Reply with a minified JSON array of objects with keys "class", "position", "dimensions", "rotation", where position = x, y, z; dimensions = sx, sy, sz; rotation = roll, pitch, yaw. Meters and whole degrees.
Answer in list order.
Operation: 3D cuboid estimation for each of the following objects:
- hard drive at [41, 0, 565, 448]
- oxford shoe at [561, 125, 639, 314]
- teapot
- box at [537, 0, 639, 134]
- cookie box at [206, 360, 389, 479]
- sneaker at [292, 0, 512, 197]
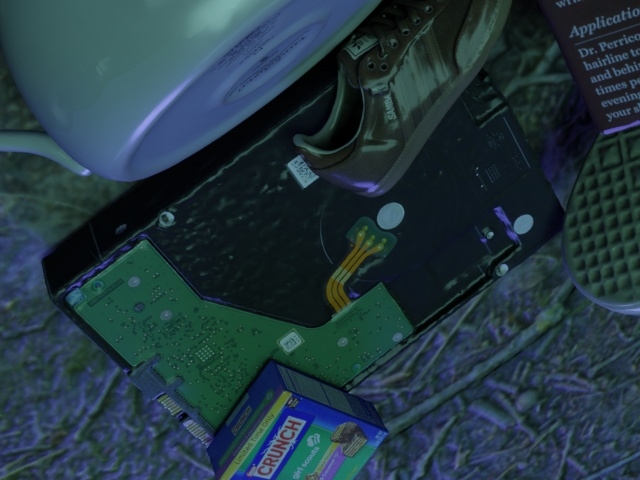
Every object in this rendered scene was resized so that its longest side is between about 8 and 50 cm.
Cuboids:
[{"class":"hard drive","position":[0.000,0.000,0.720],"dimensions":[0.339,0.064,0.237],"rotation":[-38,125,0]},{"class":"oxford shoe","position":[0.348,-0.125,0.690],"dimensions":[0.130,0.169,0.449],"rotation":[21,107,-51]},{"class":"teapot","position":[-0.086,-0.164,0.520],"dimensions":[0.187,0.252,0.256],"rotation":[51,54,0]},{"class":"box","position":[0.181,-0.263,0.531],"dimensions":[0.191,0.143,0.381],"rotation":[-13,126,33]},{"class":"cookie box","position":[-0.017,0.153,0.736],"dimensions":[0.107,0.040,0.092],"rotation":[27,105,-32]},{"class":"sneaker","position":[0.052,-0.114,0.599],"dimensions":[0.071,0.066,0.188],"rotation":[19,108,-31]}]
